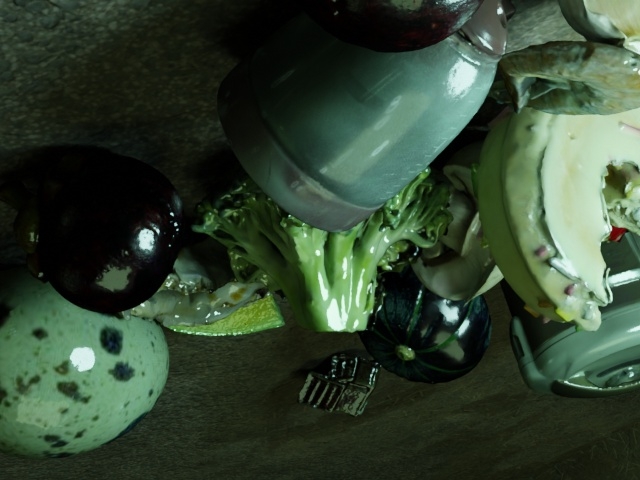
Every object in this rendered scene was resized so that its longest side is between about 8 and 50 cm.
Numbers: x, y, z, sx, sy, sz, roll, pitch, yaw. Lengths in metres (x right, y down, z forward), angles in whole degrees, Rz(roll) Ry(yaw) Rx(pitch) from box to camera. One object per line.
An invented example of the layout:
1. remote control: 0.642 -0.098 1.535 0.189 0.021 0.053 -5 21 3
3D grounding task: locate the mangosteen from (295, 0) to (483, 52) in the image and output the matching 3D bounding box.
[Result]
1. mangosteen: 0.080 -0.303 1.097 0.265 0.228 0.228 -41 165 -23

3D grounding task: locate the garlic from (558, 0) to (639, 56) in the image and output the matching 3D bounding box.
1. garlic: 0.378 -0.290 1.372 0.229 0.178 0.143 12 180 -14

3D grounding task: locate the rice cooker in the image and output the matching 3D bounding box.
1. rice cooker: 0.482 0.107 2.020 0.335 0.325 0.335 -12 156 -6

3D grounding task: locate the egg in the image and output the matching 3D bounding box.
1. egg: -0.390 0.180 1.731 0.287 0.288 0.379 -33 147 34

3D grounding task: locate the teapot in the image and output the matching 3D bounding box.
1. teapot: 0.087 -0.193 1.341 0.312 0.233 0.315 -37 176 28

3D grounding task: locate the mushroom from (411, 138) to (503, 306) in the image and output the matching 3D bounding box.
1. mushroom: 0.231 -0.050 1.758 0.189 0.195 0.254 -29 146 -46

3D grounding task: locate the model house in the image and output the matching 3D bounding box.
1. model house: 0.031 0.296 2.463 0.152 0.106 0.165 16 107 -30

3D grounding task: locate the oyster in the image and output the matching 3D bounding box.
1. oyster: -0.183 0.054 1.740 0.341 0.110 0.166 -18 160 -43

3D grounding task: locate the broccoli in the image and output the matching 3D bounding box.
1. broccoli: 0.002 -0.025 1.619 0.334 0.324 0.272 10 102 -45

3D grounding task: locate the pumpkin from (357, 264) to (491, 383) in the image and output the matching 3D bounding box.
1. pumpkin: 0.189 0.118 2.054 0.248 0.248 0.248 -12 155 -6

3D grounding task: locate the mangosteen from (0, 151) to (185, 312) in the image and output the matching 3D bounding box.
1. mangosteen: -0.299 -0.019 1.503 0.250 0.211 0.211 19 151 -1

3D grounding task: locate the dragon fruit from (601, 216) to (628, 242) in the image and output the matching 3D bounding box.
1. dragon fruit: 0.409 -0.072 1.820 0.172 0.160 0.166 6 171 -39

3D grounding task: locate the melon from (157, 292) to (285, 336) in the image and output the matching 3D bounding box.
1. melon: -0.177 0.126 2.027 0.261 0.053 0.114 -4 145 -24

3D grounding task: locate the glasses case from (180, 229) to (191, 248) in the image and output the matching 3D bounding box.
1. glasses case: -0.225 0.006 1.775 0.033 0.023 0.083 5 147 -29

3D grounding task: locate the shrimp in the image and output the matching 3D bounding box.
1. shrimp: 0.265 -0.200 1.399 0.168 0.077 0.317 21 172 -34

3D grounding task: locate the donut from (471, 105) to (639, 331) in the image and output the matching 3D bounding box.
1. donut: 0.345 -0.072 1.588 0.371 0.307 0.150 -39 -167 -38
